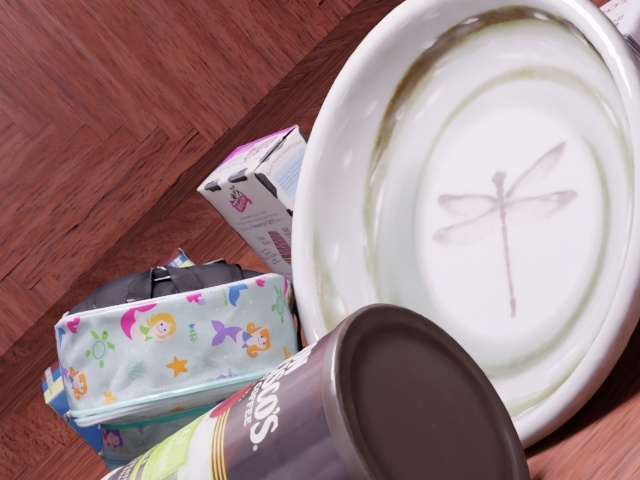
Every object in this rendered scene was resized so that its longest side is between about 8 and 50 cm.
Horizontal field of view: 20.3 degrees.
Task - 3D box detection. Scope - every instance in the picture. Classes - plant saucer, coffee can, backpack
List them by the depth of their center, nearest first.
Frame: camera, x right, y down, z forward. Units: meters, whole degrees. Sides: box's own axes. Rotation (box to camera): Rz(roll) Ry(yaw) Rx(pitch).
[{"bbox_3d":[-0.014,0.198,1.305,0.275,0.201,0.201,-35,15,31],"label":"coffee can"},{"bbox_3d":[0.140,-0.016,1.460,0.400,0.100,0.400,-13,73,47],"label":"plant saucer"},{"bbox_3d":[-0.122,0.106,1.584,0.225,0.191,0.253,-11,-7,-5],"label":"backpack"}]

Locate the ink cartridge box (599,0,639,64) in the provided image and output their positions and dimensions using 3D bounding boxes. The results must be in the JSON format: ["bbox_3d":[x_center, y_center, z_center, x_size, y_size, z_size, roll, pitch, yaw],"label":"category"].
[{"bbox_3d":[0.233,-0.089,1.656,0.211,0.121,0.289,-31,18,41],"label":"ink cartridge box"}]

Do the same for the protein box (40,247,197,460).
[{"bbox_3d":[-0.139,0.152,1.802,0.200,0.201,0.136,-43,13,-3],"label":"protein box"}]

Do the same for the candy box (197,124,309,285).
[{"bbox_3d":[0.000,0.000,1.809,0.071,0.233,0.159,-48,15,-21],"label":"candy box"}]
